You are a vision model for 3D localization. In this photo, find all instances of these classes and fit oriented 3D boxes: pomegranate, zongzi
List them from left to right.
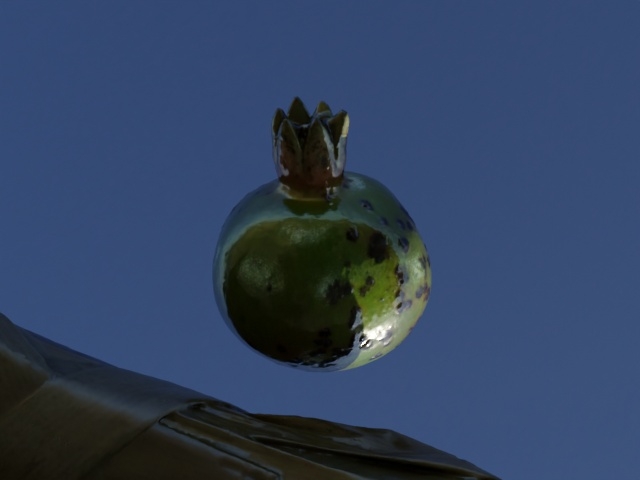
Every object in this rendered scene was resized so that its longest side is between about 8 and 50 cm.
[{"bbox_3d":[-0.062,0.159,1.188,0.500,0.218,0.467,-9,-51,29],"label":"zongzi"},{"bbox_3d":[0.000,0.000,1.268,0.159,0.159,0.205,3,-63,16],"label":"pomegranate"}]
